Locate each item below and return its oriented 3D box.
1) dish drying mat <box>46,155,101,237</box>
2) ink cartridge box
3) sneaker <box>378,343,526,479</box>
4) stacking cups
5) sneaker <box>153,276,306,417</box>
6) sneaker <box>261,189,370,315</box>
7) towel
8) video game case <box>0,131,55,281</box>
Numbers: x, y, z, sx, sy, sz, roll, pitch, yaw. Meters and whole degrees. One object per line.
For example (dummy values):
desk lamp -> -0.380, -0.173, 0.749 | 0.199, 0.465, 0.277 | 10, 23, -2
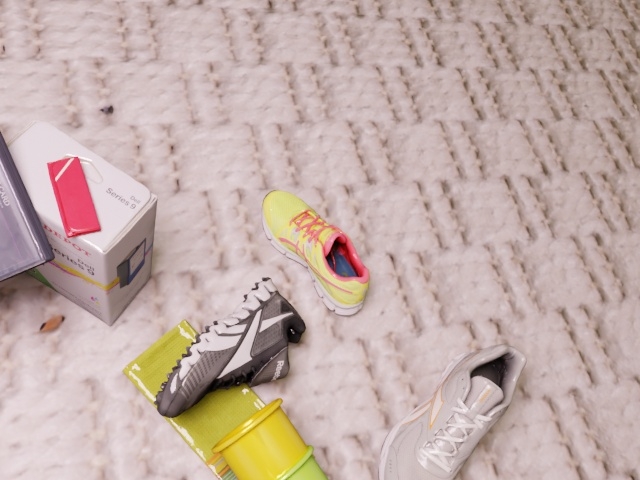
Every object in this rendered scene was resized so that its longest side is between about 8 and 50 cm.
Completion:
dish drying mat -> -0.239, -0.043, 0.604 | 0.032, 0.008, 0.083 | -15, 69, -23
ink cartridge box -> -0.275, -0.011, 0.705 | 0.154, 0.212, 0.093 | 33, 57, 1
sneaker -> 0.168, 0.222, 0.779 | 0.099, 0.121, 0.262 | 38, 57, 6
stacking cups -> 0.009, 0.326, 0.667 | 0.096, 0.096, 0.316 | -31, 81, -30
sneaker -> -0.091, 0.138, 0.740 | 0.106, 0.078, 0.234 | 39, 41, 7
sneaker -> 0.000, 0.000, 0.863 | 0.081, 0.094, 0.208 | -36, 76, -29
towel -> -0.121, 0.208, 0.749 | 0.237, 0.021, 0.102 | 45, 57, 9
video game case -> -0.414, -0.022, 0.599 | 0.274, 0.026, 0.196 | -22, 94, 9
